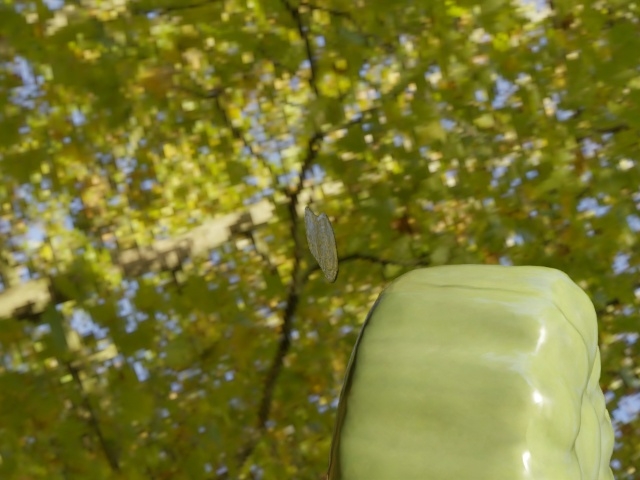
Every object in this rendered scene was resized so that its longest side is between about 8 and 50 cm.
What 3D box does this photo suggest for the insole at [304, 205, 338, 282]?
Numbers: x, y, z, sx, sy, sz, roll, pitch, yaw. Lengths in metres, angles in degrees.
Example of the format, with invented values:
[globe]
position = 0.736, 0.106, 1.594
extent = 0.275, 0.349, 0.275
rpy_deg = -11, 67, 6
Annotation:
[insole]
position = 0.000, 0.000, 1.065
extent = 0.153, 0.002, 0.053
rpy_deg = -130, -147, -76

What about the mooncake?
[mooncake]
position = 0.132, 0.196, 1.156
extent = 0.187, 0.351, 0.351
rpy_deg = 6, -72, 18
